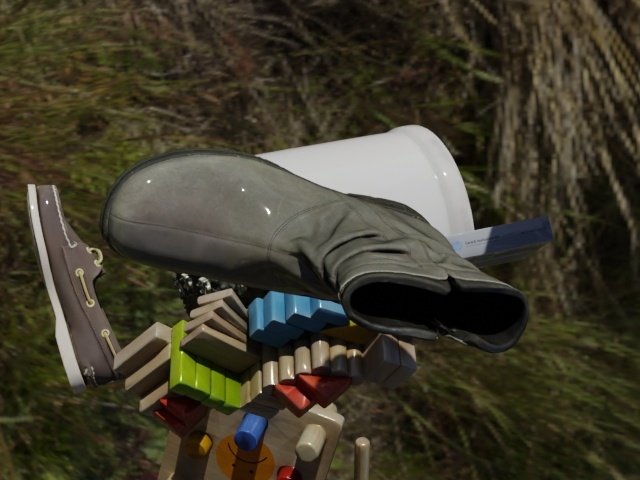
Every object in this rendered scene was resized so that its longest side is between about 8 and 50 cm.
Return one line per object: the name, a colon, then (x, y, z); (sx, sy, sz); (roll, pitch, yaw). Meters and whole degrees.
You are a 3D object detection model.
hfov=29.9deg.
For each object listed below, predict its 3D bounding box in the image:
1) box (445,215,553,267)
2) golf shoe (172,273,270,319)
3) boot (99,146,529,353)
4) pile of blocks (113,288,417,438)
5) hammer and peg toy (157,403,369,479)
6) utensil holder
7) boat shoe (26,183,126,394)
box: (0.234, 0.011, 1.677); (0.145, 0.186, 0.038); (-11, 81, -3)
golf shoe: (-0.082, 0.059, 1.475); (0.120, 0.273, 0.105); (-30, 105, -34)
boot: (-0.003, 0.007, 0.739); (0.247, 0.161, 0.083); (8, 103, -21)
pile of blocks: (-0.055, 0.131, 1.282); (0.149, 0.362, 0.112); (56, 22, -45)
hammer and peg toy: (-0.059, 0.339, 1.821); (0.127, 0.361, 0.265); (-57, 165, -61)
utensil holder: (0.000, 0.000, 1.920); (0.386, 0.328, 0.327); (-10, 98, -21)
boat shoe: (-0.370, 0.065, 1.813); (0.097, 0.116, 0.324); (-14, 87, -11)
